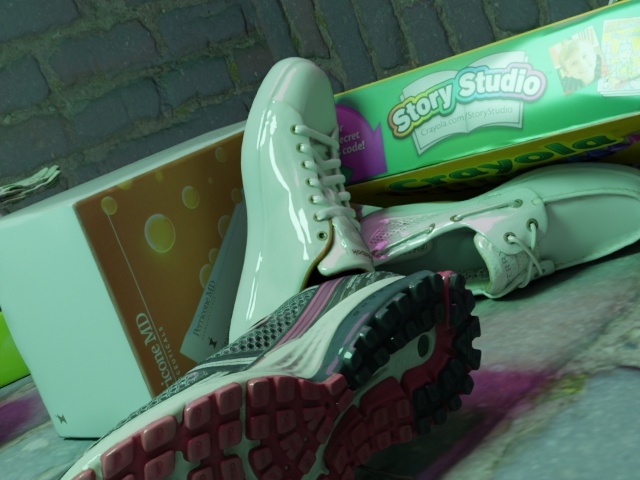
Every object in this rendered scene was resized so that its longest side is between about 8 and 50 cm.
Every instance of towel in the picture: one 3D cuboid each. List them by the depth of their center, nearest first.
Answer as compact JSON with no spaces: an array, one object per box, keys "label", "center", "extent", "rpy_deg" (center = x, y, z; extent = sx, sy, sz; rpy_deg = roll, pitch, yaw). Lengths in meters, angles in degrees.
[{"label":"towel","center":[-0.528,-0.031,1.263],"extent":[0.247,0.038,0.325],"rpy_deg":[-18,11,15]}]

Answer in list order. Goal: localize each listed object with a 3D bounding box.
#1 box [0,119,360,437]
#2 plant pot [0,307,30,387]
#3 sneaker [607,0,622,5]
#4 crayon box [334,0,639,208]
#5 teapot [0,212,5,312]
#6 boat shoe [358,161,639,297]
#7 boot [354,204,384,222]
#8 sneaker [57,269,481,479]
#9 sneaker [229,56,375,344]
[{"label":"box","center":[-0.124,0.017,0.910],"extent":[0.168,0.215,0.345],"rpy_deg":[-10,15,40]},{"label":"plant pot","center":[-0.502,0.098,1.231],"extent":[0.228,0.207,0.227],"rpy_deg":[-24,11,-24]},{"label":"sneaker","center":[0.437,-0.235,1.197],"extent":[0.086,0.229,0.132],"rpy_deg":[0,10,-25]},{"label":"crayon box","center":[0.221,-0.105,0.893],"extent":[0.362,0.106,0.313],"rpy_deg":[-12,-10,37]},{"label":"teapot","center":[-0.618,0.081,1.622],"extent":[0.256,0.187,0.253],"rpy_deg":[5,50,28]},{"label":"boat shoe","center":[0.157,0.008,0.799],"extent":[0.277,0.098,0.096],"rpy_deg":[-14,27,17]},{"label":"boot","center":[0.000,0.000,1.091],"extent":[0.095,0.123,0.258],"rpy_deg":[-29,-21,-36]},{"label":"sneaker","center":[-0.031,0.108,0.532],"extent":[0.299,0.121,0.112],"rpy_deg":[-26,19,-40]},{"label":"sneaker","center":[0.003,-0.020,0.784],"extent":[0.123,0.290,0.106],"rpy_deg":[-3,-10,40]}]
